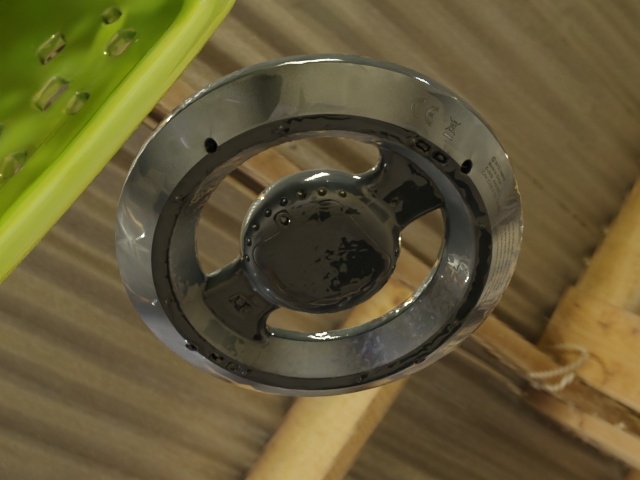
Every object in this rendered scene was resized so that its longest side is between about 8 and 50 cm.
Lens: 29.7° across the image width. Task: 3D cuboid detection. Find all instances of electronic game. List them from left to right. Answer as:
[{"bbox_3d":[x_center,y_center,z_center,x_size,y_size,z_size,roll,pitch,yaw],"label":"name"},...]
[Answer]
[{"bbox_3d":[0.000,0.000,0.680,0.229,0.048,0.229,-2,-55,-3],"label":"electronic game"}]

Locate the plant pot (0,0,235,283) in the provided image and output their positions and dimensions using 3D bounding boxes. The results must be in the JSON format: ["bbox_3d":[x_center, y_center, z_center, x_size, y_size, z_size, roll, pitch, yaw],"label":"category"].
[{"bbox_3d":[-0.213,-0.107,0.507,0.228,0.207,0.227,-51,-58,-17],"label":"plant pot"}]
